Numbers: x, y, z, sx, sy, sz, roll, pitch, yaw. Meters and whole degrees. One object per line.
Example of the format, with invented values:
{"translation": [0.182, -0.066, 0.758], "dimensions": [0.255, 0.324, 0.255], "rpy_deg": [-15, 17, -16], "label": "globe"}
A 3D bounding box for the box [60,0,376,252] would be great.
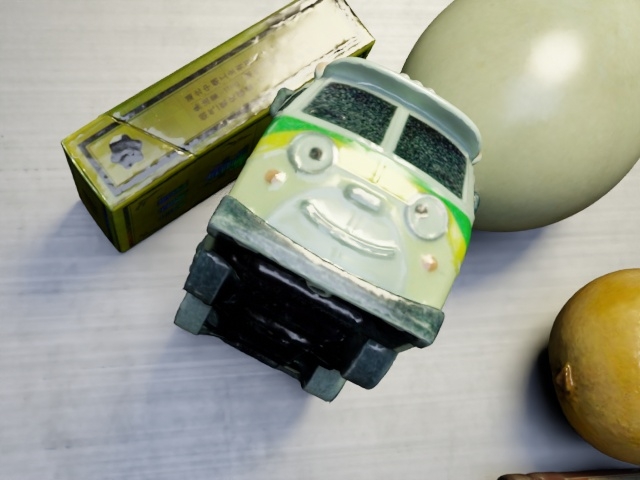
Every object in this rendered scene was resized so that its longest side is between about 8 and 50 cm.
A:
{"translation": [-0.075, -0.085, 0.594], "dimensions": [0.220, 0.141, 0.064], "rpy_deg": [-37, 88, -15], "label": "box"}

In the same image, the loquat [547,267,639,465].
{"translation": [0.250, 0.096, 0.621], "dimensions": [0.163, 0.137, 0.163], "rpy_deg": [3, 63, -6], "label": "loquat"}

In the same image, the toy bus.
{"translation": [0.000, 0.000, 0.523], "dimensions": [0.133, 0.276, 0.165], "rpy_deg": [28, 71, -5], "label": "toy bus"}

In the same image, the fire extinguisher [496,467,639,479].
{"translation": [0.265, 0.211, 0.614], "dimensions": [0.252, 0.106, 0.075], "rpy_deg": [1, 76, -10], "label": "fire extinguisher"}

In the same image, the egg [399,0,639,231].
{"translation": [0.157, -0.108, 0.617], "dimensions": [0.186, 0.186, 0.253], "rpy_deg": [48, 58, 2], "label": "egg"}
